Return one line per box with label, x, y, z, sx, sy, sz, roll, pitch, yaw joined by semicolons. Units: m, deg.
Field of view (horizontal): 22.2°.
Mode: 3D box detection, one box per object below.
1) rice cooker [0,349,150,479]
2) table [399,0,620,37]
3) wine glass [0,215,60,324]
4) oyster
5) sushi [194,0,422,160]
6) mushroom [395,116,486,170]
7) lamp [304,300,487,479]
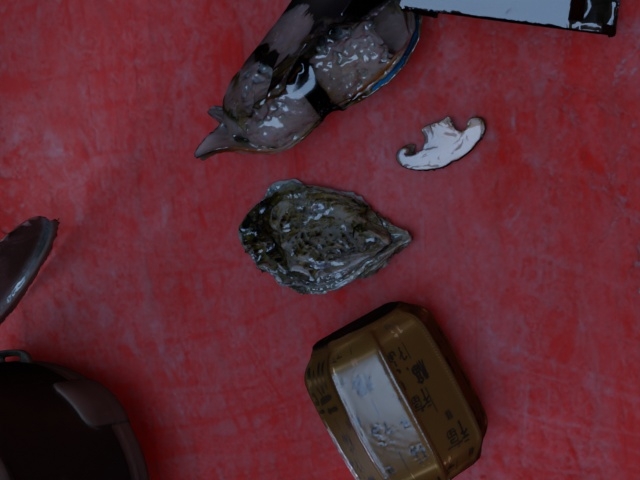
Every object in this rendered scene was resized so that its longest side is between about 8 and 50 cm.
rice cooker;-0.363;0.296;1.731;0.335;0.325;0.335;1;91;27
table;0.197;-0.291;1.577;0.193;0.172;0.169;8;98;14
wine glass;-0.470;-0.038;1.752;0.323;0.238;0.238;39;106;5
oyster;0.000;0.000;1.735;0.177;0.064;0.125;28;90;19
sushi;-0.007;-0.163;1.684;0.109;0.134;0.273;35;96;-26
mushroom;0.127;-0.101;1.705;0.101;0.019;0.049;-21;94;14
lamp;0.080;0.167;1.692;0.161;0.161;0.185;-26;94;16
